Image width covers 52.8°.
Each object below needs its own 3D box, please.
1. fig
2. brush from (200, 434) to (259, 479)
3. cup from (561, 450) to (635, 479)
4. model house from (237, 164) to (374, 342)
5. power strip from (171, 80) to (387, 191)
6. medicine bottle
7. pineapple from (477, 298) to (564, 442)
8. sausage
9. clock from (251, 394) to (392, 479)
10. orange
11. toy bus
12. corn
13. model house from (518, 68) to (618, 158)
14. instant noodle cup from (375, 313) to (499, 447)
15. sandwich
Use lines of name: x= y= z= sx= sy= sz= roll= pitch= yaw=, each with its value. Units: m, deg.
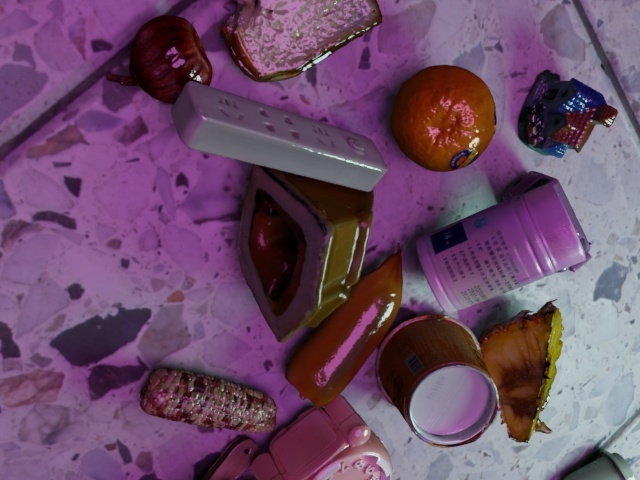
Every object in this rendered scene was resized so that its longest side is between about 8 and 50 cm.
fig: x=-0.229 y=-0.264 z=0.932 sx=0.150 sy=0.128 sz=0.128 roll=6 pitch=101 yaw=-17
brush: x=-0.243 y=0.476 z=1.155 sx=0.327 sy=0.065 sz=0.070 roll=-43 pitch=110 yaw=-16
cup: x=0.634 y=0.557 z=1.476 sx=0.141 sy=0.120 sz=0.120 roll=-18 pitch=109 yaw=-5
model house: x=-0.006 y=0.008 z=1.076 sx=0.239 sy=0.173 sz=0.268 roll=-17 pitch=126 yaw=-55
power strip: x=-0.040 y=-0.151 z=0.997 sx=0.385 sy=0.091 sz=0.062 roll=9 pitch=133 yaw=-38
medicine bottle: x=0.313 y=0.016 z=1.135 sx=0.253 sy=0.152 sz=0.152 roll=-25 pitch=114 yaw=17
pineapple: x=0.401 y=0.248 z=1.311 sx=0.161 sy=0.158 sz=0.335 roll=-34 pitch=125 yaw=-52
sausage: x=0.064 y=0.148 z=1.159 sx=0.112 sy=0.112 sz=0.328 roll=39 pitch=86 yaw=-24
clock: x=0.020 y=0.436 z=1.205 sx=0.227 sy=0.142 sz=0.241 roll=-37 pitch=123 yaw=-8
orange: x=0.207 y=-0.205 z=1.085 sx=0.177 sy=0.155 sz=0.178 roll=6 pitch=127 yaw=8
toy bus: x=0.442 y=-0.031 z=1.249 sx=0.096 sy=0.108 sz=0.199 roll=-38 pitch=113 yaw=-8
corn: x=-0.182 y=0.279 z=1.107 sx=0.253 sy=0.086 sz=0.086 roll=20 pitch=96 yaw=-24
model house: x=0.461 y=-0.228 z=1.185 sx=0.119 sy=0.148 sz=0.148 roll=25 pitch=92 yaw=-23
instant noodle cup: x=0.220 y=0.264 z=1.186 sx=0.215 sy=0.172 sz=0.216 roll=-1 pitch=105 yaw=-5
sandwich: x=-0.060 y=-0.395 z=0.974 sx=0.249 sy=0.095 sz=0.273 roll=-32 pitch=111 yaw=-11
